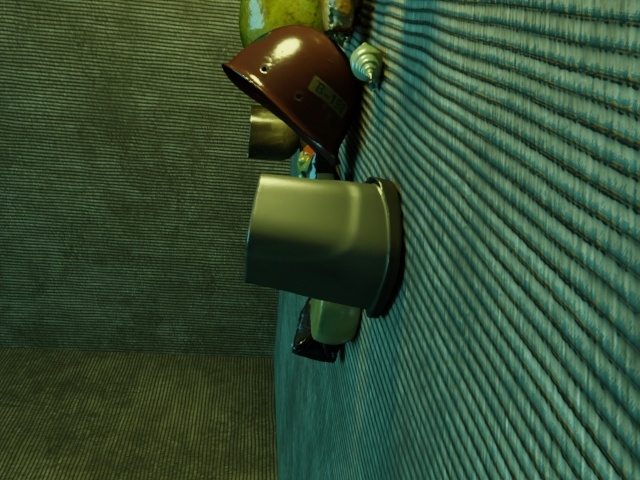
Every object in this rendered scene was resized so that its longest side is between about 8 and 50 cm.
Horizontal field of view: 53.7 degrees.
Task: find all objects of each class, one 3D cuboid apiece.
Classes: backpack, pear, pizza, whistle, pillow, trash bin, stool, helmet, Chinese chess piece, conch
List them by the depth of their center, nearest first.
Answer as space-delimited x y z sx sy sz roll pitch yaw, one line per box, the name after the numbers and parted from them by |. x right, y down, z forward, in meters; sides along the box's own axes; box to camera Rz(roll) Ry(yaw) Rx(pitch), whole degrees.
0.000 0.000 1.124 0.220 0.250 0.219 103 174 -55 | trash bin
0.102 -0.353 1.282 0.065 0.088 0.180 -33 26 23 | conch
0.033 0.118 1.432 0.238 0.092 0.238 -178 90 -83 | Chinese chess piece
-0.030 -0.380 1.537 0.230 0.385 0.337 -52 38 3 | helmet
-0.001 0.218 1.567 0.106 0.120 0.165 115 174 -64 | backpack
0.010 -0.087 1.591 0.186 0.106 0.250 40 -134 -77 | pillow
0.053 -0.655 1.604 0.406 0.130 0.440 77 -172 -75 | pizza
-0.009 -0.214 1.849 0.106 0.131 0.288 -47 25 29 | whistle
-0.103 -0.704 2.017 0.352 0.352 0.413 -99 8 -60 | pear
-0.109 -0.354 2.108 0.179 0.264 0.179 -177 90 -84 | stool
